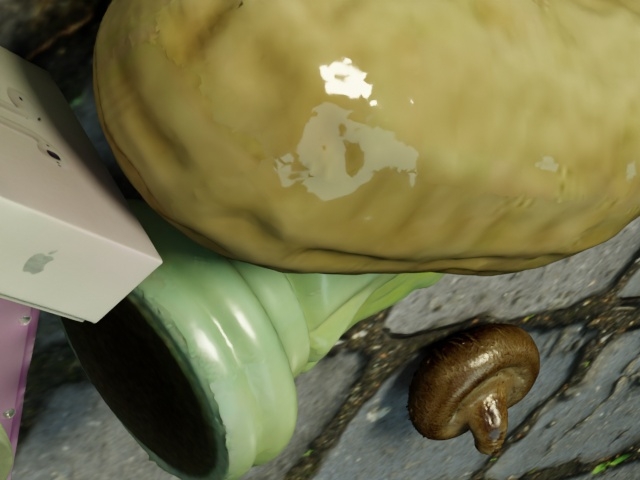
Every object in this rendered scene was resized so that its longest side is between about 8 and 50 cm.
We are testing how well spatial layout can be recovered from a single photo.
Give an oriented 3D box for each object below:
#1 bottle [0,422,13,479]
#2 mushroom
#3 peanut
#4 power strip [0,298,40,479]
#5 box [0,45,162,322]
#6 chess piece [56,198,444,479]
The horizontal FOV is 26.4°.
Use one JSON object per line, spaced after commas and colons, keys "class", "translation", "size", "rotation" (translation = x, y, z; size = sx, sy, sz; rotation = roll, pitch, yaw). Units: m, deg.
{"class": "bottle", "translation": [-0.197, 0.023, 0.557], "size": [0.072, 0.201, 0.072], "rotation": [-27, 150, -16]}
{"class": "mushroom", "translation": [0.131, 0.123, 1.175], "size": [0.126, 0.085, 0.109], "rotation": [-24, 114, -16]}
{"class": "peanut", "translation": [0.065, -0.077, 0.687], "size": [0.387, 0.192, 0.169], "rotation": [0, 154, -35]}
{"class": "power strip", "translation": [-0.225, 0.085, 0.789], "size": [0.109, 0.037, 0.279], "rotation": [-16, 146, -31]}
{"class": "box", "translation": [-0.150, -0.037, 0.593], "size": [0.051, 0.130, 0.129], "rotation": [-41, 151, 14]}
{"class": "chess piece", "translation": [0.000, 0.000, 0.815], "size": [0.298, 0.176, 0.176], "rotation": [-34, 154, -30]}
